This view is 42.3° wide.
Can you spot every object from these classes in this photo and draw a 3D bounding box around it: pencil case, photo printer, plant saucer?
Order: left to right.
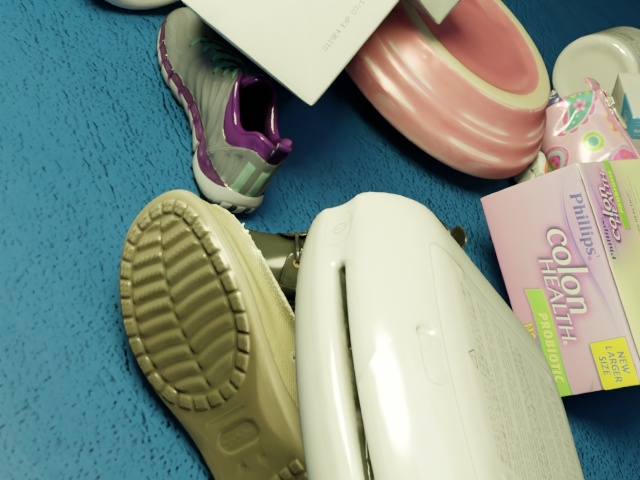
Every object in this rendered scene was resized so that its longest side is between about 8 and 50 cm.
[{"bbox_3d":[0.155,-0.228,0.984,0.332,0.084,0.332,24,44,-25],"label":"plant saucer"},{"bbox_3d":[0.088,0.129,0.554,0.307,0.107,0.256,43,32,-47],"label":"photo printer"},{"bbox_3d":[0.382,-0.069,1.073,0.124,0.124,0.284,-5,62,-45],"label":"pencil case"}]

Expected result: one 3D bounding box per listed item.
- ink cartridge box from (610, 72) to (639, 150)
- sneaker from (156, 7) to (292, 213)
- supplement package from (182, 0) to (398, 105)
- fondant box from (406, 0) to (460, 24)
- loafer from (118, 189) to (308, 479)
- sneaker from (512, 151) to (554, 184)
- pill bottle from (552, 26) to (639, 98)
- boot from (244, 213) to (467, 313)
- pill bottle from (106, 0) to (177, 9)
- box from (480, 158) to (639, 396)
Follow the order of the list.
[{"bbox_3d":[0.440,-0.135,1.184,0.060,0.180,0.104,2,47,2],"label":"ink cartridge box"},{"bbox_3d":[-0.075,-0.136,0.725,0.083,0.098,0.223,3,56,-41],"label":"sneaker"},{"bbox_3d":[-0.021,-0.224,0.748,0.134,0.139,0.244,38,9,-11],"label":"supplement package"},{"bbox_3d":[0.004,-0.382,0.833,0.238,0.096,0.330,33,13,-50],"label":"fondant box"},{"bbox_3d":[-0.047,0.091,0.561,0.268,0.102,0.092,66,24,3],"label":"loafer"},{"bbox_3d":[0.273,-0.048,1.004,0.065,0.061,0.157,40,39,-19],"label":"sneaker"},{"bbox_3d":[0.470,-0.272,1.320,0.131,0.131,0.229,53,39,8],"label":"pill bottle"},{"bbox_3d":[0.000,0.000,0.645,0.198,0.137,0.076,16,47,-32],"label":"boot"},{"bbox_3d":[-0.197,-0.359,0.765,0.153,0.153,0.264,-14,67,-48],"label":"pill bottle"},{"bbox_3d":[0.308,0.032,0.875,0.243,0.117,0.213,-9,81,-47],"label":"box"}]
